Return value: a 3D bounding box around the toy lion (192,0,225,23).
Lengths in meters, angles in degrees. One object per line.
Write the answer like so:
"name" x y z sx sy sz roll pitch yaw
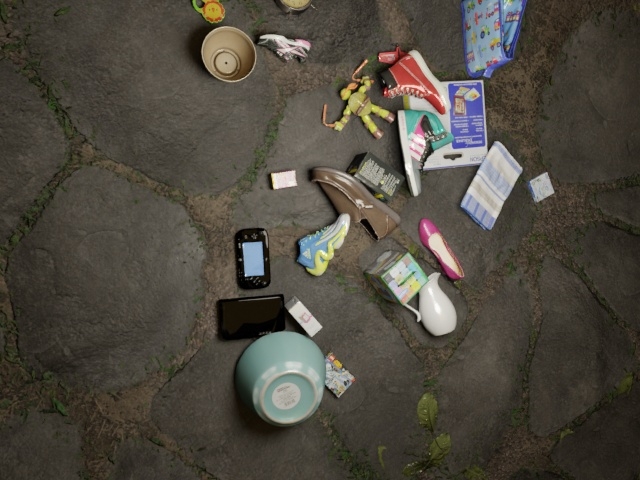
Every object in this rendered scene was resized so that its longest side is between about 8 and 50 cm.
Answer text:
"toy lion" -0.349 -0.730 1.562 0.100 0.034 0.096 1 100 -17

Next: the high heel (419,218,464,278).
"high heel" 0.437 0.030 1.797 0.082 0.117 0.244 -26 100 -14

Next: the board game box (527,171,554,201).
"board game box" 0.866 -0.209 1.966 0.090 0.020 0.090 -27 100 -13

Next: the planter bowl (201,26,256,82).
"planter bowl" -0.288 -0.560 1.547 0.162 0.109 0.162 -1 93 -17

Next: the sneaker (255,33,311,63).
"sneaker" -0.120 -0.616 1.619 0.178 0.072 0.077 5 102 -12

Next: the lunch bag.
"lunch bag" 0.593 -0.721 1.748 0.138 0.221 0.293 5 91 -17

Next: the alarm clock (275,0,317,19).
"alarm clock" -0.094 -0.819 1.615 0.129 0.064 0.192 -25 102 -14

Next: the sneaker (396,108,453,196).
"sneaker" 0.361 -0.304 1.690 0.178 0.124 0.295 -8 93 6

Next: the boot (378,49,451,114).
"boot" 0.311 -0.494 1.687 0.176 0.088 0.244 -37 91 -6

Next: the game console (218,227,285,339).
"game console" -0.229 0.140 1.639 0.213 0.044 0.361 -4 94 -17

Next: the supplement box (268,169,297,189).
"supplement box" -0.123 -0.200 1.652 0.083 0.043 0.055 -10 96 -15

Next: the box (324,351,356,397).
"box" 0.048 0.468 1.750 0.094 0.027 0.137 -44 104 -9

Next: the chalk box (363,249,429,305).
"chalk box" 0.266 0.125 1.700 0.132 0.213 0.132 -40 103 -11

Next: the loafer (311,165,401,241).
"loafer" 0.110 -0.118 1.680 0.366 0.134 0.130 34 83 -16

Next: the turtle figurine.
"turtle figurine" 0.150 -0.462 1.698 0.217 0.087 0.269 34 83 -16

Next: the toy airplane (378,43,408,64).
"toy airplane" 0.273 -0.615 1.758 0.151 0.028 0.151 -1 94 -16

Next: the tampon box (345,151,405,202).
"tampon box" 0.178 -0.212 1.703 0.161 0.120 0.101 33 83 -16

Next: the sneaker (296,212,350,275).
"sneaker" 0.000 0.000 1.655 0.126 0.091 0.240 26 104 -9

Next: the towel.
"towel" 0.639 -0.199 1.856 0.209 0.034 0.285 34 84 -37

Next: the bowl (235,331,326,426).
"bowl" -0.112 0.468 1.610 0.312 0.163 0.311 -3 102 -14

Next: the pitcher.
"pitcher" 0.385 0.240 1.804 0.178 0.125 0.207 -20 88 6

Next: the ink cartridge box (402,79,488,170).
"ink cartridge box" 0.454 -0.416 1.807 0.304 0.072 0.307 -7 98 -18

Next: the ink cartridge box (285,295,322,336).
"ink cartridge box" -0.060 0.253 1.673 0.052 0.088 0.122 -40 103 -8
